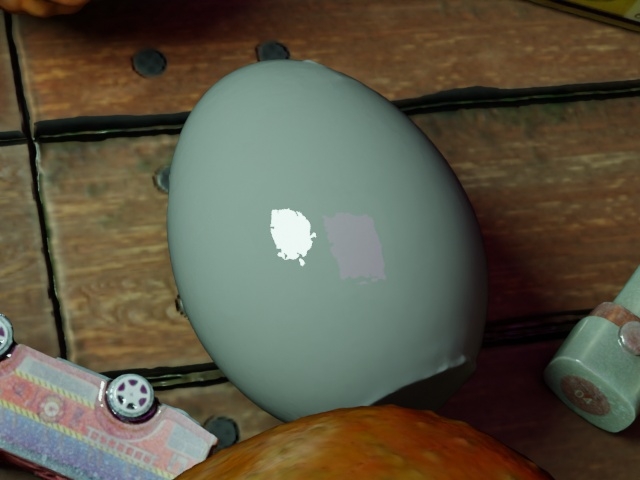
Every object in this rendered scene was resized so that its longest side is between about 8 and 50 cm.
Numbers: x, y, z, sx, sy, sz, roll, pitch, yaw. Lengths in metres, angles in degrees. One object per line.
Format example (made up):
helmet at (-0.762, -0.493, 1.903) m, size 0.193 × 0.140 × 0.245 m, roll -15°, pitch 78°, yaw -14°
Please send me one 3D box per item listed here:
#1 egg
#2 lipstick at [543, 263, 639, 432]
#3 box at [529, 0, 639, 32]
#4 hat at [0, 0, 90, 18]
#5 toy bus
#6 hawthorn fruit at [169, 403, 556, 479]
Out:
egg at (0.000, 0.000, 1.015) m, size 0.176 × 0.176 × 0.232 m, roll -13°, pitch 63°, yaw -20°
lipstick at (0.218, 0.034, 1.130) m, size 0.063 × 0.057 × 0.186 m, roll 38°, pitch 61°, yaw 3°
box at (0.218, -0.249, 1.231) m, size 0.301 × 0.084 × 0.193 m, roll 14°, pitch 65°, yaw -10°
hat at (-0.104, -0.331, 1.081) m, size 0.400 × 0.285 × 0.285 m, roll -36°, pitch 81°, yaw -29°
toy bus at (-0.156, 0.098, 0.993) m, size 0.192 × 0.065 × 0.077 m, roll 23°, pitch 71°, yaw -5°
hawthorn fruit at (0.026, 0.211, 0.888) m, size 0.299 × 0.275 × 0.275 m, roll -25°, pitch 76°, yaw -41°
